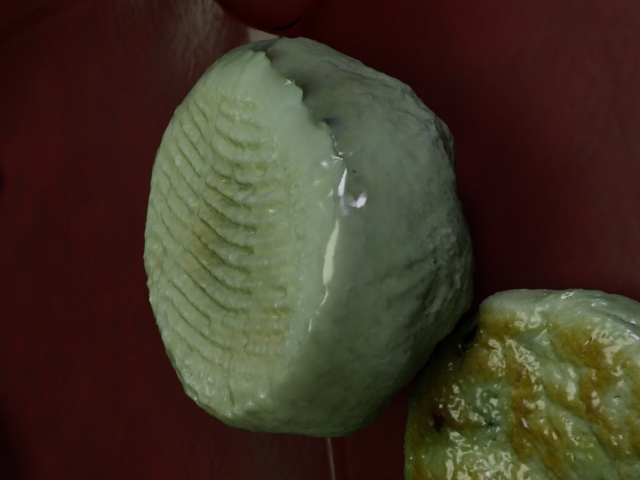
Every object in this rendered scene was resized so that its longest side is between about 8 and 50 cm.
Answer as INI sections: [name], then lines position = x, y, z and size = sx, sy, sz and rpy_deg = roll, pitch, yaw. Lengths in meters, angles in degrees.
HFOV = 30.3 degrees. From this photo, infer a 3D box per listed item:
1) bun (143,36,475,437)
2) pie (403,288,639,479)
[bun]
position = 0.000, 0.000, 0.562
size = 0.195, 0.118, 0.195
rpy_deg = -12, 76, 57
[pie]
position = 0.108, 0.109, 0.517
size = 0.187, 0.041, 0.187
rpy_deg = 4, 95, 45
